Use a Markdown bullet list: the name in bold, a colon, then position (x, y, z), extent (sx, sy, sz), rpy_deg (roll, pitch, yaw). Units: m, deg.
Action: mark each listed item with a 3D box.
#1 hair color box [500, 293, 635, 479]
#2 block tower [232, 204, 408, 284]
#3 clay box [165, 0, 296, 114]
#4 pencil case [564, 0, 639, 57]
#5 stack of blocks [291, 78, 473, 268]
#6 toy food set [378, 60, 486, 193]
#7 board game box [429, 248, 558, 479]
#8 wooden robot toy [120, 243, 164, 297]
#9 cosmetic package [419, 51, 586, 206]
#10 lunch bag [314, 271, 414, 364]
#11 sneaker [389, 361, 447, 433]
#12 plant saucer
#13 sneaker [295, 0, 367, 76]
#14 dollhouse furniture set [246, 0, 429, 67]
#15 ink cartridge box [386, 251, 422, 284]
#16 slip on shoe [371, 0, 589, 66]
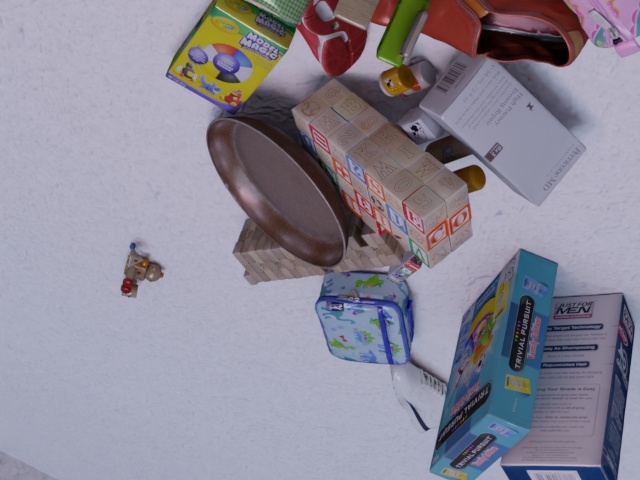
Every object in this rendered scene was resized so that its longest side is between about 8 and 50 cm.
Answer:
- **hair color box**: position (0.429, 0.261, 2.011), extent (0.174, 0.347, 0.105), rpy_deg (-5, 138, 29)
- **block tower**: position (0.000, 0.000, 2.069), extent (0.335, 0.091, 0.097), rpy_deg (-10, 135, 32)
- **clay box**: position (-0.132, -0.291, 1.770), extent (0.127, 0.053, 0.222), rpy_deg (28, 144, -15)
- **pencil case**: position (0.322, -0.357, 1.434), extent (0.124, 0.124, 0.284), rpy_deg (-16, 131, 38)
- **stack of blocks**: position (0.095, -0.091, 1.763), extent (0.297, 0.087, 0.171), rpy_deg (43, 163, 33)
- **toy food set**: position (0.152, -0.170, 1.761), extent (0.104, 0.111, 0.232), rpy_deg (-19, 124, 42)
- **board game box**: position (0.297, 0.219, 2.023), extent (0.079, 0.336, 0.254), rpy_deg (22, 144, -5)
- **wooden robot toy**: position (-0.354, 0.074, 2.340), extent (0.079, 0.076, 0.173), rpy_deg (11, 146, -9)
- **cosmetic package**: position (0.264, -0.164, 1.694), extent (0.231, 0.117, 0.085), rpy_deg (36, -175, -28)
- **lunch bag**: position (0.090, 0.150, 2.234), extent (0.176, 0.090, 0.219), rpy_deg (5, 143, 13)
- **sneaker**: position (0.210, 0.306, 2.407), extent (0.095, 0.090, 0.235), rpy_deg (-15, 138, 19)
- **plant saucer**: position (-0.061, -0.086, 1.910), extent (0.310, 0.050, 0.310), rpy_deg (39, 157, 20)
- **sneaker**: position (-0.012, -0.328, 1.672), extent (0.128, 0.087, 0.221), rpy_deg (46, 174, 24)
- **dollhouse furniture set**: position (0.007, -0.361, 1.462), extent (0.302, 0.151, 0.197), rpy_deg (24, 99, -6)
- **ink cartridge box**: position (0.162, 0.026, 2.058), extent (0.029, 0.063, 0.115), rpy_deg (30, 143, -15)
- **slip on shoe**: position (0.200, -0.302, 1.576), extent (0.331, 0.101, 0.123), rpy_deg (12, 146, 10)
